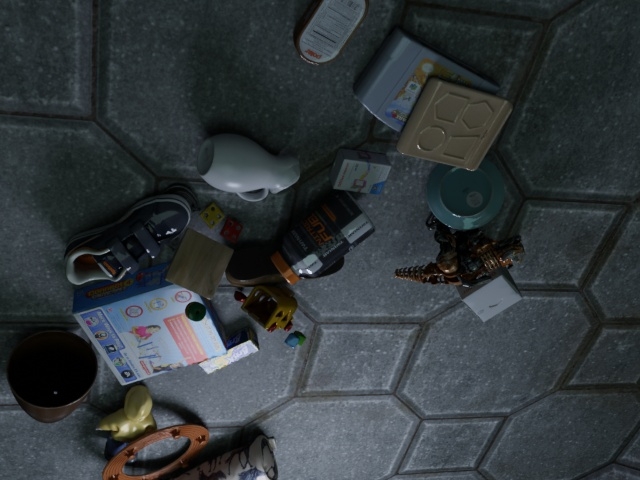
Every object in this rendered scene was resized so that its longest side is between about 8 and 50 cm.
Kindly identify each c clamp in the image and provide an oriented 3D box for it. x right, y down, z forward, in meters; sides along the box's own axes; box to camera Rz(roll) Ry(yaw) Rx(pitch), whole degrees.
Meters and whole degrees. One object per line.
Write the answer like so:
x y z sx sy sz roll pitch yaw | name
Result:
-0.345 -0.060 1.731 0.160 0.022 0.137 -39 123 21 | c clamp

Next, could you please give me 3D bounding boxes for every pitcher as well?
-0.177 -0.150 1.639 0.207 0.125 0.178 10 143 -36 | pitcher

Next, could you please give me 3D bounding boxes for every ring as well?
-0.493 0.664 2.236 0.336 0.032 0.336 -23 147 -16 | ring

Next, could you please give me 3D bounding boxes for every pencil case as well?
-0.326 0.767 2.354 0.410 0.183 0.160 -25 114 6 | pencil case

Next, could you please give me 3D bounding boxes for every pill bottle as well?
0.000 0.000 1.762 0.245 0.130 0.130 -38 130 0 | pill bottle

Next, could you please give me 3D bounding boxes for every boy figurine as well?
-0.561 0.535 2.142 0.177 0.092 0.285 8 127 -21 | boy figurine

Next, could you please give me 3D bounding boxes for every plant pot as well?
-0.700 0.382 1.917 0.215 0.215 0.230 5 143 -18 | plant pot

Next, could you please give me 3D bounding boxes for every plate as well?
0.350 -0.120 1.773 0.188 0.024 0.188 0 90 6 | plate

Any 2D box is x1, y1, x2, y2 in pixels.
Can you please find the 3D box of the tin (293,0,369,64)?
0.020 -0.441 1.483 0.106 0.040 0.190 23 121 -25 | tin

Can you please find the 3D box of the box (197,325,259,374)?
-0.257 0.306 2.046 0.169 0.054 0.059 -26 132 8 | box

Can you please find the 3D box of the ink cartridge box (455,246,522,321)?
0.429 0.098 1.961 0.128 0.176 0.127 -36 129 16 | ink cartridge box

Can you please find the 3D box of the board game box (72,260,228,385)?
-0.430 0.213 1.899 0.302 0.086 0.308 -17 132 0 | board game box

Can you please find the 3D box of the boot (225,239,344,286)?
-0.093 0.062 1.870 0.305 0.112 0.115 -6 161 -15 | boot

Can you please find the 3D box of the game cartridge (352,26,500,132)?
0.231 -0.324 1.628 0.297 0.062 0.198 19 119 -28 | game cartridge

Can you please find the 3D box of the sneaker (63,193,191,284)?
-0.439 0.010 1.682 0.321 0.127 0.126 -25 127 11 | sneaker

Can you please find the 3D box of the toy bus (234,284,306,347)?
-0.112 0.168 1.904 0.191 0.202 0.104 30 100 -25 | toy bus

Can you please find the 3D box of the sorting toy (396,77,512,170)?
0.297 -0.259 1.647 0.208 0.038 0.193 13 126 -19 | sorting toy

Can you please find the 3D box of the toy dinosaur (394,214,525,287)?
0.339 0.031 1.835 0.322 0.218 0.164 -4 140 10 | toy dinosaur

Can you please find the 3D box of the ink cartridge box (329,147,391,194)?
0.092 -0.162 1.732 0.122 0.052 0.088 7 128 -18 | ink cartridge box

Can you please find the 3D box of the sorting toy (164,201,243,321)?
-0.290 0.046 1.748 0.132 0.046 0.274 28 81 -33 | sorting toy
